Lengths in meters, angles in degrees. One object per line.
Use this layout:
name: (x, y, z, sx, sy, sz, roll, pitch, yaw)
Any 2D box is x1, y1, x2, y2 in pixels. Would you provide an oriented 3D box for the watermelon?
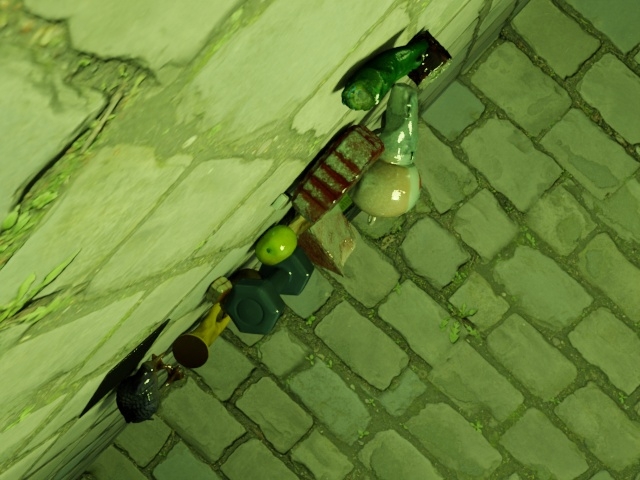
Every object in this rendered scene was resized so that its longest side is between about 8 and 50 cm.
watermelon: (0.000, 0.000, 2.541, 0.310, 0.231, 0.193, 106, 5, -55)

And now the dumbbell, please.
dumbbell: (-0.134, 0.126, 2.110, 0.143, 0.156, 0.316, -29, -170, 27)

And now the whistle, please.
whistle: (0.174, -0.193, 1.814, 0.189, 0.189, 0.348, -42, 150, -66)

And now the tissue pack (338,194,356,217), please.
tissue pack: (0.096, -0.147, 2.811, 0.394, 0.124, 0.288, -45, 176, -37)

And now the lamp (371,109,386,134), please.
lamp: (0.137, -0.241, 1.952, 0.130, 0.108, 0.371, -53, 174, 35)

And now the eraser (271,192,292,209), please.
eraser: (-0.084, -0.085, 1.702, 0.038, 0.019, 0.083, -48, 178, 9)

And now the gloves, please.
gloves: (-0.368, 0.284, 2.486, 0.133, 0.116, 0.294, -18, -162, 19)

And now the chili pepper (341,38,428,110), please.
chili pepper: (0.101, -0.270, 1.249, 0.098, 0.061, 0.224, -29, -166, 42)

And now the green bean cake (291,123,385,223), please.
green bean cake: (0.039, -0.153, 1.719, 0.233, 0.097, 0.198, -48, 180, 28)

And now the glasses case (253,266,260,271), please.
glasses case: (-0.270, 0.174, 2.679, 0.196, 0.050, 0.083, -46, 180, -20)

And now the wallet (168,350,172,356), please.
wallet: (-0.479, 0.360, 2.597, 0.044, 0.011, 0.083, -47, 179, 24)

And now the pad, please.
pad: (-0.463, 0.303, 1.819, 0.202, 0.005, 0.300, -44, 177, -41)

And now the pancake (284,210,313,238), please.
pancake: (0.015, -0.131, 2.200, 0.382, 0.071, 0.382, -47, 178, -2)

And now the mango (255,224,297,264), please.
mango: (-0.119, 0.017, 2.049, 0.117, 0.089, 0.163, -45, 178, -17)

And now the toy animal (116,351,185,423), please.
toy animal: (-0.468, 0.401, 2.071, 0.298, 0.122, 0.185, -56, 177, 38)

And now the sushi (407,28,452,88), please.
sushi: (0.199, -0.344, 1.483, 0.094, 0.084, 0.098, -44, 175, 9)

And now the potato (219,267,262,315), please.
potato: (-0.221, 0.155, 2.241, 0.137, 0.137, 0.176, -48, 180, 39)

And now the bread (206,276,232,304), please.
bread: (-0.255, 0.122, 1.975, 0.062, 0.043, 0.109, -43, 176, -30)
